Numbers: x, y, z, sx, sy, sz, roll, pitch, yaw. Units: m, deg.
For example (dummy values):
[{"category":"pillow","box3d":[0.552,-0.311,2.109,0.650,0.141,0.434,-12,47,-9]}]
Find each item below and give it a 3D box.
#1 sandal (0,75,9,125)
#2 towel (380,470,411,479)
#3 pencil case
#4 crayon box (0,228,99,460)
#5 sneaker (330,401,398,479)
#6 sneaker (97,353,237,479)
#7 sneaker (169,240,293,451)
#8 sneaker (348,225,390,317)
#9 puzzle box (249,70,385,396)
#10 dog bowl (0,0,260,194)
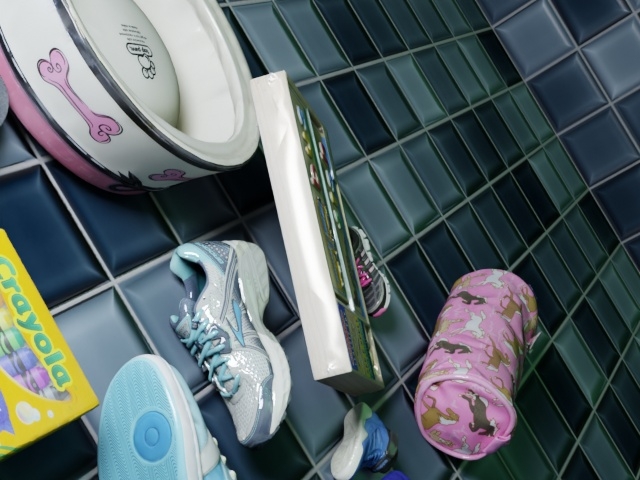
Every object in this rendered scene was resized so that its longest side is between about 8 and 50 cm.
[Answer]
[{"category":"sandal","box3d":[-0.392,-0.101,1.259,0.097,0.054,0.254,28,43,-30]},{"category":"towel","box3d":[0.090,0.445,1.497,0.227,0.076,0.308,53,27,4]},{"category":"pencil case","box3d":[0.257,0.192,1.933,0.386,0.167,0.160,-56,145,-60]},{"category":"crayon box","box3d":[-0.337,0.112,1.096,0.203,0.083,0.323,60,27,2]},{"category":"sneaker","box3d":[0.066,0.289,1.616,0.084,0.058,0.152,43,24,-11]},{"category":"sneaker","box3d":[-0.112,0.274,1.269,0.208,0.127,0.319,4,69,-56]},{"category":"sneaker","box3d":[-0.123,0.124,1.452,0.122,0.110,0.283,9,50,-34]},{"category":"sneaker","box3d":[0.051,0.042,1.837,0.075,0.063,0.170,24,38,-48]},{"category":"puzzle box","box3d":[0.000,0.000,1.632,0.272,0.052,0.409,41,35,-73]},{"category":"dog bowl","box3d":[-0.253,-0.236,1.483,0.408,0.150,0.408,48,25,-32]}]
